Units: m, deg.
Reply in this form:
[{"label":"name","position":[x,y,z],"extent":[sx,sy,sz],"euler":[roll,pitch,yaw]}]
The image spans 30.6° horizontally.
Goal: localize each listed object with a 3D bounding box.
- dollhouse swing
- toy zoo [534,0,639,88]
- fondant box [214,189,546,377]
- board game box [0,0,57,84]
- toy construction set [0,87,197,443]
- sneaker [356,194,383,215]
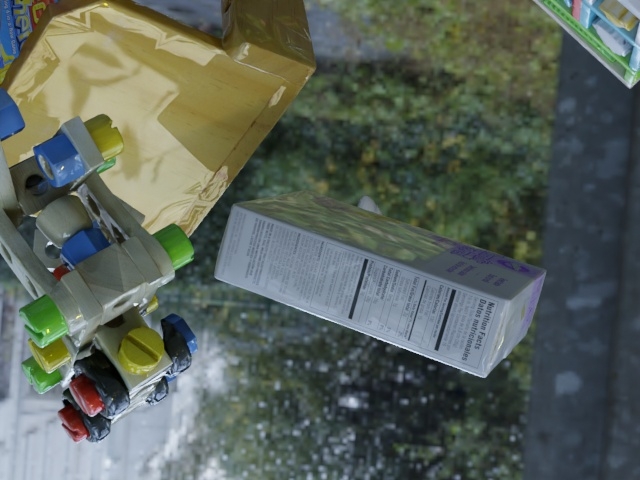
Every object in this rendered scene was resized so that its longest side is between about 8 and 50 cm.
[{"label":"dollhouse swing","position":[-0.232,-0.188,1.417],"extent":[0.305,0.347,0.315],"euler":[26,-150,-25]},{"label":"toy zoo","position":[0.322,-0.295,1.395],"extent":[0.192,0.030,0.293],"euler":[46,180,15]},{"label":"fondant box","position":[0.077,0.039,1.368],"extent":[0.330,0.096,0.238],"euler":[20,-167,17]},{"label":"board game box","position":[-0.482,-0.318,1.533],"extent":[0.086,0.308,0.302],"euler":[11,-150,29]},{"label":"toy construction set","position":[-0.181,0.026,0.865],"extent":[0.151,0.215,0.328],"euler":[-34,173,-10]},{"label":"sneaker","position":[0.000,0.000,1.890],"extent":[0.232,0.115,0.090],"euler":[-24,171,1]}]
